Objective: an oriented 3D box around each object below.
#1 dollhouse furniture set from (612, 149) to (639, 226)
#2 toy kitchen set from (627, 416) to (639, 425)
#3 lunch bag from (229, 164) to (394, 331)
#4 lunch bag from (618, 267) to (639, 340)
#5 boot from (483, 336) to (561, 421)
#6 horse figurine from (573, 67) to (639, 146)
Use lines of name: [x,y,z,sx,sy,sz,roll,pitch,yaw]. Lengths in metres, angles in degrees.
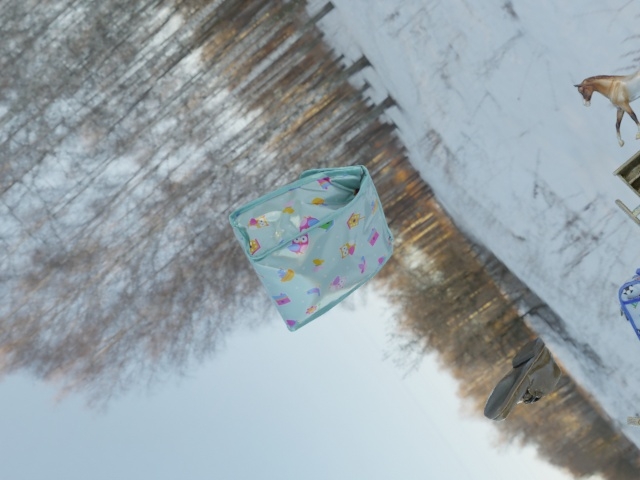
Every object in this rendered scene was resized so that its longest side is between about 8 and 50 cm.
dollhouse furniture set: [0.870,-0.164,1.693,0.161,0.212,0.242,51,-161,16]
toy kitchen set: [0.711,0.365,1.402,0.068,0.075,0.083,25,-113,-48]
lunch bag: [0.000,0.000,1.159,0.160,0.262,0.223,53,171,46]
lunch bag: [1.011,0.176,1.816,0.115,0.303,0.243,-24,-91,-52]
boot: [0.511,0.364,1.589,0.115,0.112,0.305,51,-132,5]
horse figurine: [0.708,-0.321,1.396,0.066,0.263,0.175,-14,-98,-40]
